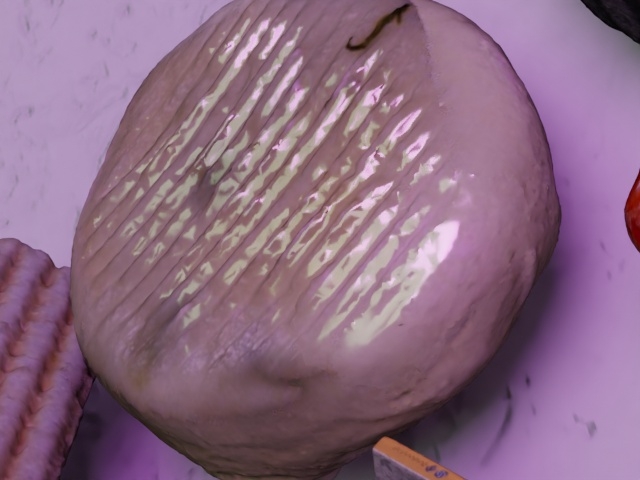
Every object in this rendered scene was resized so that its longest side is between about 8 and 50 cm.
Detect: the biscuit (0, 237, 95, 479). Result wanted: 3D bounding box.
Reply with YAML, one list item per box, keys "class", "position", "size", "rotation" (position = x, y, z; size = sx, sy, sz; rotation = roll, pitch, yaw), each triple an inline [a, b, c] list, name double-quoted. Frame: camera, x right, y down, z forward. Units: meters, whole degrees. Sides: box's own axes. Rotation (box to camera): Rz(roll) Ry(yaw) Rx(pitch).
- class: "biscuit"
  position: [-0.170, 0.151, 0.713]
  size: [0.144, 0.078, 0.426]
  rotation: [-56, 10, 24]

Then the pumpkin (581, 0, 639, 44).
- class: "pumpkin"
  position: [0.169, -0.171, 0.716]
  size: [0.220, 0.162, 0.221]
  rotation: [-19, 60, 36]

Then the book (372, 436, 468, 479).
- class: "book"
  position: [0.091, 0.149, 0.706]
  size: [0.172, 0.118, 0.012]
  rotation: [25, 50, 35]

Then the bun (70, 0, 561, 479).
- class: "bun"
  position: [0.000, 0.000, 0.793]
  size: [0.237, 0.116, 0.210]
  rotation: [28, 87, 50]

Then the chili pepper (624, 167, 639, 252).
- class: "chili pepper"
  position: [0.154, -0.006, 0.697]
  size: [0.070, 0.123, 0.073]
  rotation: [-19, 69, 27]
